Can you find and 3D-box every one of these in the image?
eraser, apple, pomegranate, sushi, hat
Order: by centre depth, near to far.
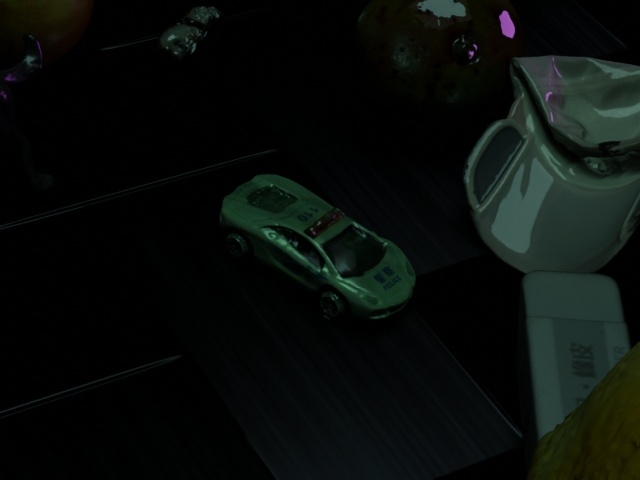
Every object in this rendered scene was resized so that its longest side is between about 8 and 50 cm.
[{"bbox_3d":[0.201,0.159,1.411,0.089,0.061,0.352,4,41,-4],"label":"eraser"},{"bbox_3d":[0.256,-0.061,1.627,0.219,0.226,0.164,13,-4,38],"label":"hat"},{"bbox_3d":[-0.291,-0.230,1.710,0.147,0.146,0.163,-25,35,-22],"label":"apple"},{"bbox_3d":[0.100,-0.184,1.728,0.159,0.159,0.205,-6,21,-15],"label":"pomegranate"},{"bbox_3d":[-0.129,-0.200,1.776,0.046,0.044,0.083,20,41,13],"label":"sushi"}]

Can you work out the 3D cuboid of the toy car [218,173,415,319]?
[{"bbox_3d":[0.000,0.000,1.562,0.186,0.058,0.093,32,45,25],"label":"toy car"}]

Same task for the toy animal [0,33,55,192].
[{"bbox_3d":[-0.308,-0.081,1.539,0.084,0.148,0.233,34,48,26],"label":"toy animal"}]

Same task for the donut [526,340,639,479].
[{"bbox_3d":[0.328,0.189,1.234,0.435,0.163,0.377,1,38,-37],"label":"donut"}]
